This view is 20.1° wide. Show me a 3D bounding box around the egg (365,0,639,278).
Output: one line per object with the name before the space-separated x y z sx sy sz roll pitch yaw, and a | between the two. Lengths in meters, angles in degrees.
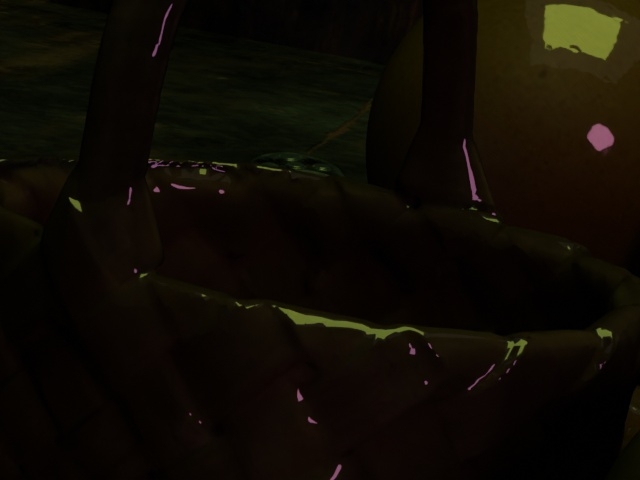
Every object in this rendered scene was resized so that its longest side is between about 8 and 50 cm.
egg | 0.160 -0.050 1.181 0.250 0.250 0.322 14 -7 18

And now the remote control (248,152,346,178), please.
remote control | 0.000 0.000 1.318 0.090 0.066 0.266 -5 19 -11

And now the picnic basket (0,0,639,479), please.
picnic basket | -0.008 -0.027 0.812 0.337 0.337 0.293 17 15 32

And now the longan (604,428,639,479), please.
longan | 0.159 0.128 0.632 0.204 0.159 0.185 -26 5 34

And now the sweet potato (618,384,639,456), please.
sweet potato | 0.152 0.100 0.930 0.314 0.072 0.066 17 0 41
